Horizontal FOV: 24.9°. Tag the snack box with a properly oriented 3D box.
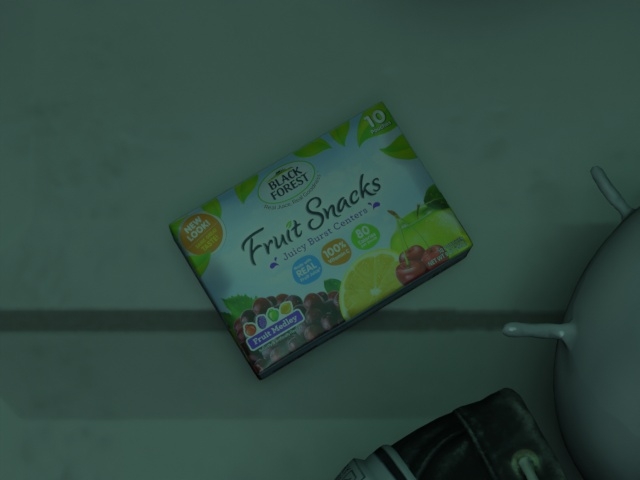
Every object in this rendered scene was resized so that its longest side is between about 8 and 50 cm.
[{"bbox_3d":[0.000,0.000,0.821,0.141,0.037,0.100,-31,79,-7],"label":"snack box"}]

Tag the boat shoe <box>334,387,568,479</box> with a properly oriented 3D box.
[{"bbox_3d":[0.136,0.208,0.591,0.119,0.121,0.335,-36,79,-2],"label":"boat shoe"}]

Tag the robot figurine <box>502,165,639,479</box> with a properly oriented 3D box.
[{"bbox_3d":[0.267,0.092,0.725,0.353,0.199,0.300,31,41,5],"label":"robot figurine"}]
